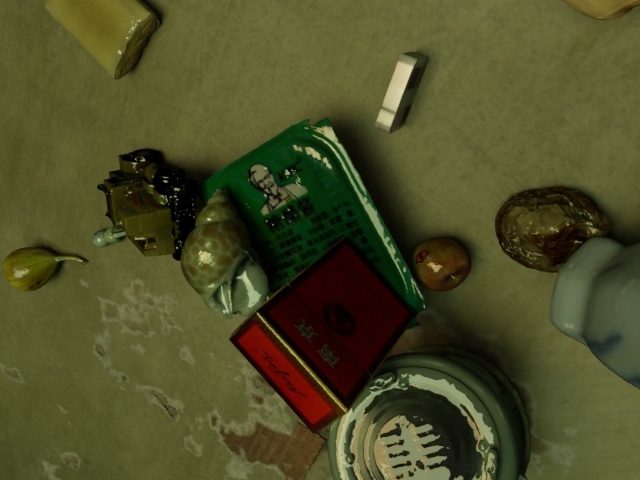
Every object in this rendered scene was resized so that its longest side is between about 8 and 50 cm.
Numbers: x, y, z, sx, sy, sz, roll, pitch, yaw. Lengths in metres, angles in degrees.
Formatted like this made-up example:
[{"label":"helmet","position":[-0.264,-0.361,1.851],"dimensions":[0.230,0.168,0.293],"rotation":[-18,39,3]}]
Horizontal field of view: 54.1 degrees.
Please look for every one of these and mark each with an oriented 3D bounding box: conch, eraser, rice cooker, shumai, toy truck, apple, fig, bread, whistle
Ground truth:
[{"label":"conch","position":[-0.145,0.031,0.925],"dimensions":[0.116,0.106,0.173],"rotation":[-30,110,20]},{"label":"eraser","position":[0.110,-0.200,0.848],"dimensions":[0.026,0.065,0.105],"rotation":[27,120,14]},{"label":"rice cooker","position":[0.159,0.282,0.885],"dimensions":[0.317,0.317,0.264],"rotation":[31,91,13]},{"label":"shumai","position":[0.294,-0.005,0.823],"dimensions":[0.139,0.105,0.123],"rotation":[24,125,45]},{"label":"toy truck","position":[-0.287,-0.059,1.022],"dimensions":[0.257,0.127,0.127],"rotation":[39,136,52]},{"label":"apple","position":[0.171,0.032,0.899],"dimensions":[0.084,0.084,0.071],"rotation":[-55,44,31]},{"label":"fig","position":[-0.563,0.051,1.295],"dimensions":[0.166,0.093,0.093],"rotation":[-13,107,-11]},{"label":"bread","position":[-0.357,-0.371,1.017],"dimensions":[0.178,0.060,0.139],"rotation":[46,121,4]},{"label":"whistle","position":[-0.399,-0.009,1.195],"dimensions":[0.100,0.035,0.035],"rotation":[-14,102,28]}]

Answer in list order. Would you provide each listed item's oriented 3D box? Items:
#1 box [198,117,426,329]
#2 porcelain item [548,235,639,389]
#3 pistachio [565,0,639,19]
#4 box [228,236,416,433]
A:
[{"label":"box","position":[0.000,0.000,0.958],"dimensions":[0.264,0.106,0.336],"rotation":[-24,96,31]},{"label":"porcelain item","position":[0.425,0.112,0.613],"dimensions":[0.243,0.405,0.178],"rotation":[28,89,-23]},{"label":"pistachio","position":[0.289,-0.347,0.650],"dimensions":[0.157,0.157,0.229],"rotation":[-27,91,32]},{"label":"box","position":[0.013,0.106,0.788],"dimensions":[0.074,0.240,0.153],"rotation":[-40,89,35]}]
